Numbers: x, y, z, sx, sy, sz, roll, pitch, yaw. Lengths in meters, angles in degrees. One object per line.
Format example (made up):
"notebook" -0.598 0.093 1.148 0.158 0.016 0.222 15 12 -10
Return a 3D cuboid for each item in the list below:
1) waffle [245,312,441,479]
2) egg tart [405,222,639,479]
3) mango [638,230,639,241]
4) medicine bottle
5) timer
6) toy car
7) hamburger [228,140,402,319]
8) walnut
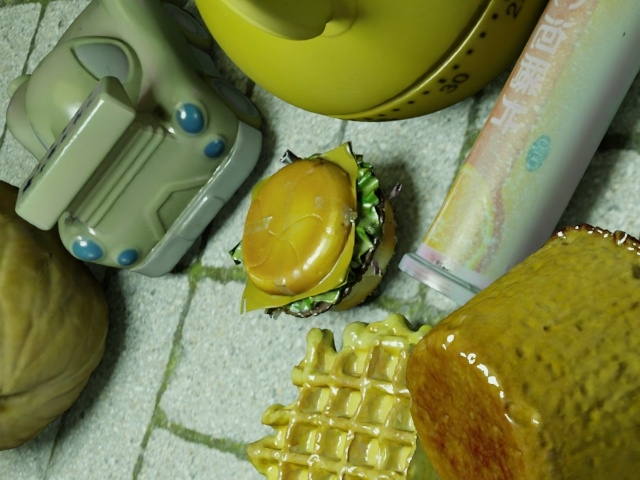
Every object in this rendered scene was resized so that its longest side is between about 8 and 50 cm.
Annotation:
"waffle" 0.021 0.174 1.209 0.219 0.057 0.229 0 73 47
"egg tart" 0.170 0.107 0.961 0.215 0.170 0.215 43 144 41
"mango" 0.304 -0.025 0.959 0.157 0.109 0.262 37 103 42
"medicine bottle" 0.207 -0.141 1.118 0.108 0.108 0.426 31 95 48
"timer" 0.019 -0.281 1.162 0.376 0.387 0.376 -20 62 42
"toy car" -0.237 -0.144 1.489 0.242 0.226 0.336 -50 46 19
"hamburger" -0.002 -0.002 1.282 0.189 0.093 0.164 -2 70 44
"walnut" -0.389 0.077 1.518 0.332 0.332 0.333 -21 59 40
